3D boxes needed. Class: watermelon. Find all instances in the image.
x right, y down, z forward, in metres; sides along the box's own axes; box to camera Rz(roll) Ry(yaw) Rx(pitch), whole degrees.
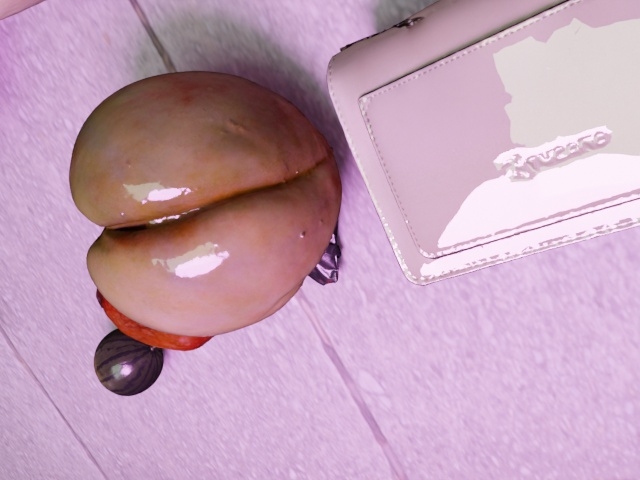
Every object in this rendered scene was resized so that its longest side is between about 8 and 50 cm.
[{"bbox_3d":[-0.284,0.179,1.134,0.133,0.105,0.105,-33,100,26],"label":"watermelon"}]

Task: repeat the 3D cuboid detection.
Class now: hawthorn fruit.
[{"bbox_3d":[-0.206,0.065,0.984,0.173,0.173,0.179,-28,102,38],"label":"hawthorn fruit"}]

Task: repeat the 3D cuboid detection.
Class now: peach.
[{"bbox_3d":[-0.122,-0.043,0.810,0.292,0.292,0.247,45,172,-3],"label":"peach"}]

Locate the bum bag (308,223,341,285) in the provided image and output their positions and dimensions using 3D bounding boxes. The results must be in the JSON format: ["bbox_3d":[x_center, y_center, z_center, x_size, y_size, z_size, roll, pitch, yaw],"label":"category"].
[{"bbox_3d":[-0.001,0.000,0.908,0.058,0.034,0.124,17,126,37],"label":"bum bag"}]

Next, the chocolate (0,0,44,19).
[{"bbox_3d":[-0.372,-0.377,0.717,0.314,0.297,0.326,-9,113,28],"label":"chocolate"}]

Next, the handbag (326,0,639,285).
[{"bbox_3d":[0.204,-0.128,0.638,0.358,0.160,0.236,-18,103,35],"label":"handbag"}]
